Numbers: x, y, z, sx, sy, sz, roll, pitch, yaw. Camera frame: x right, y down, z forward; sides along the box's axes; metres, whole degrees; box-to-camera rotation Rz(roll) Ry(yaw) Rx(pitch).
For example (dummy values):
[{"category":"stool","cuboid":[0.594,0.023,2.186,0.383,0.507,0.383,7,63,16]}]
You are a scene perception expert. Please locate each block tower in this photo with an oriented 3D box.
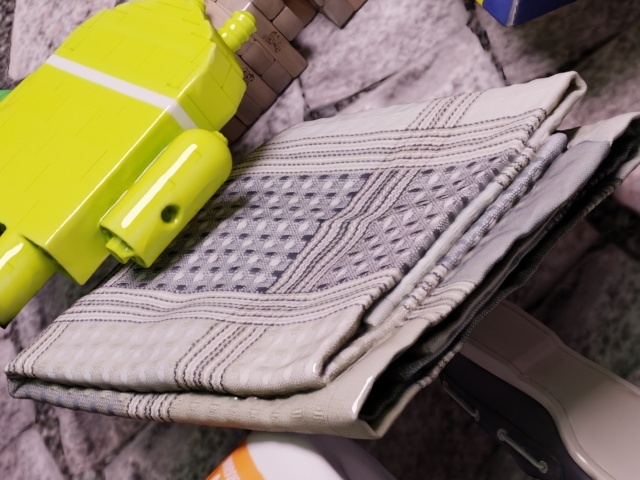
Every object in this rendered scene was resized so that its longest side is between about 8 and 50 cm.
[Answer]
[{"category":"block tower","cuboid":[-0.041,-0.187,1.179,0.335,0.091,0.097,-48,51,2]}]

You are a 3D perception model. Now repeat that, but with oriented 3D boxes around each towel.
[{"category":"towel","cuboid":[0.000,0.000,0.948,0.324,0.056,0.312,-1,31,45]}]

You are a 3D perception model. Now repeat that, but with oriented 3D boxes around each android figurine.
[{"category":"android figurine","cuboid":[-0.154,-0.065,1.065,0.248,0.056,0.273,21,65,48]}]

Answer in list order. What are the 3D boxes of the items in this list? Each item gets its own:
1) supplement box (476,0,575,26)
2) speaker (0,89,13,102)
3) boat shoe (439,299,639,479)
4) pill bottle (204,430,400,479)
[{"category":"supplement box","cuboid":[0.102,-0.341,1.030,0.195,0.194,0.356,-25,56,-25]},{"category":"speaker","cuboid":[-0.347,-0.031,1.268,0.297,0.131,0.131,-14,60,26]},{"category":"boat shoe","cuboid":[0.146,0.113,0.943,0.075,0.065,0.206,-22,50,-36]},{"category":"pill bottle","cuboid":[-0.073,0.303,0.865,0.392,0.224,0.224,-47,51,2]}]
